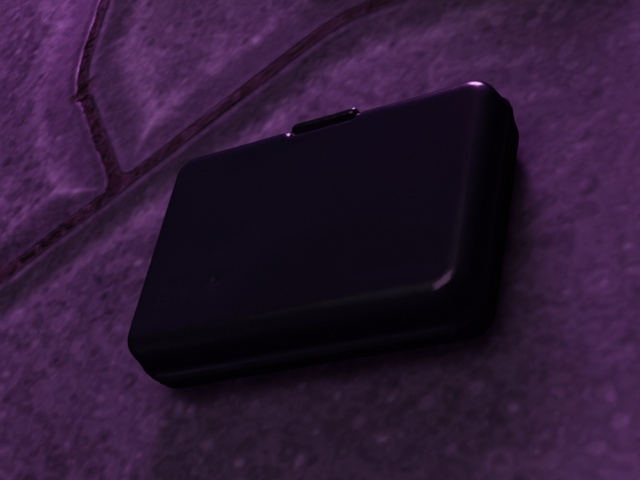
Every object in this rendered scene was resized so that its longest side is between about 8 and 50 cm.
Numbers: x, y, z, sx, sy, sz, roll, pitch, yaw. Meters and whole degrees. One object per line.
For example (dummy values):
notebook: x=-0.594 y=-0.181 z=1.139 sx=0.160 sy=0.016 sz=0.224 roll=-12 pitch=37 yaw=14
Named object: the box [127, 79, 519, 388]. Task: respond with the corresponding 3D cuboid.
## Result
box: x=0.000 y=0.000 z=0.799 sx=0.230 sy=0.050 sz=0.160 roll=-13 pitch=48 yaw=32
